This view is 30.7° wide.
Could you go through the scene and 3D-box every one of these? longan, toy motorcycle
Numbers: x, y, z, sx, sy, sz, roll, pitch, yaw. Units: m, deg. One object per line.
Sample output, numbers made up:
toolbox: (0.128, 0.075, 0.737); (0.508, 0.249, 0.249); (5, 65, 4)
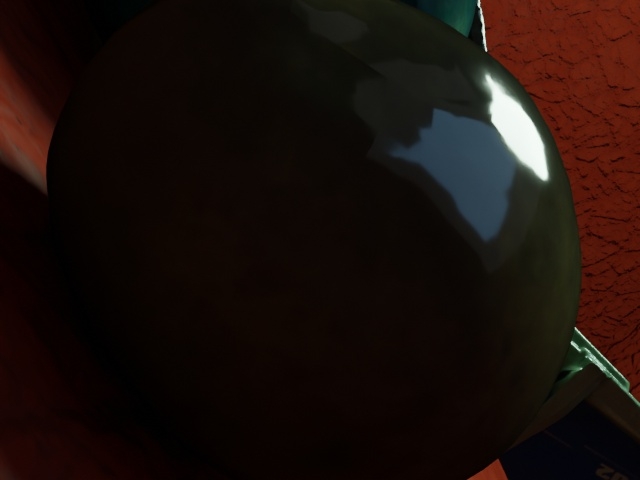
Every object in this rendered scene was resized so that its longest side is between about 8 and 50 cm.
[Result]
longan: (0.000, 0.000, 0.383); (0.187, 0.167, 0.167); (31, 19, -28)
toy motorcycle: (0.187, 0.167, 0.991); (0.326, 0.200, 0.191); (48, 6, 3)

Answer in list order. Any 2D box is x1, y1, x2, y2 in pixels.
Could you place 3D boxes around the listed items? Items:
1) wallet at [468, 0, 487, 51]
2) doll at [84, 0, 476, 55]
wallet: (0.029, -0.109, 0.750); (0.247, 0.041, 0.323); (145, -55, -59)
doll: (-0.031, -0.162, 0.610); (0.198, 0.186, 0.322); (3, 45, -28)
